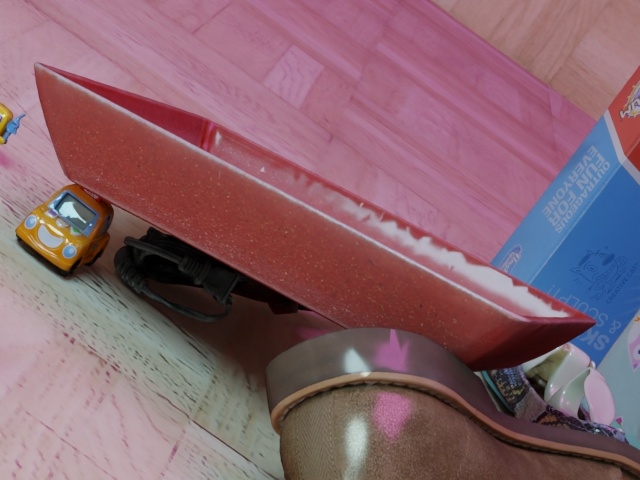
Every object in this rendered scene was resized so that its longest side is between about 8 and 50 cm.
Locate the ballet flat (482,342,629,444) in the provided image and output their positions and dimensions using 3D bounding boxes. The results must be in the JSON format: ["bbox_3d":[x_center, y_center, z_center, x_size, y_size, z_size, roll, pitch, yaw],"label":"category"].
[{"bbox_3d":[0.149,0.099,1.218,0.070,0.070,0.188,31,14,-21],"label":"ballet flat"}]

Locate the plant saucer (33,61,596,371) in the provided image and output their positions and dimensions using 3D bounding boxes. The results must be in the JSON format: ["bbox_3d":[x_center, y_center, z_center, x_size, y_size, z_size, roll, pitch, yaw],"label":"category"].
[{"bbox_3d":[0.000,0.000,0.993,0.259,0.048,0.258,29,5,14],"label":"plant saucer"}]

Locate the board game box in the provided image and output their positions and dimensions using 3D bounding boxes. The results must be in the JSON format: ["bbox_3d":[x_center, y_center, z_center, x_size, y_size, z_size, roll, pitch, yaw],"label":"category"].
[{"bbox_3d":[0.315,0.019,1.514,0.316,0.242,0.064,28,16,-26],"label":"board game box"}]

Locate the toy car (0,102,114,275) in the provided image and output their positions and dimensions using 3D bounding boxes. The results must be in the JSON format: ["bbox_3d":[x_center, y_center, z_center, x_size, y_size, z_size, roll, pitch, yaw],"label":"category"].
[{"bbox_3d":[-0.146,-0.033,0.985,0.122,0.040,0.060,43,15,23],"label":"toy car"}]

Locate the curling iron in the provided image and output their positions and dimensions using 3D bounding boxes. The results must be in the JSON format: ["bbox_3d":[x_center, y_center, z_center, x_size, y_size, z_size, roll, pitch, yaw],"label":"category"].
[{"bbox_3d":[-0.018,0.029,1.095,0.068,0.035,0.274,31,9,31],"label":"curling iron"}]

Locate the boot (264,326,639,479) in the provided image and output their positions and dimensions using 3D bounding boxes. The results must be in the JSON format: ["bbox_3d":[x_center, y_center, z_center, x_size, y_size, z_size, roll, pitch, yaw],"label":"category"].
[{"bbox_3d":[0.084,0.143,0.913,0.305,0.112,0.115,28,46,-47],"label":"boot"}]

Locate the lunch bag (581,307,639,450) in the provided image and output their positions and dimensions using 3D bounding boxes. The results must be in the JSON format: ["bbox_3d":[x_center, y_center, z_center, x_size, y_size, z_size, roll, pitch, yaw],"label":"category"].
[{"bbox_3d":[0.345,0.100,1.348,0.262,0.223,0.160,29,10,-31],"label":"lunch bag"}]
